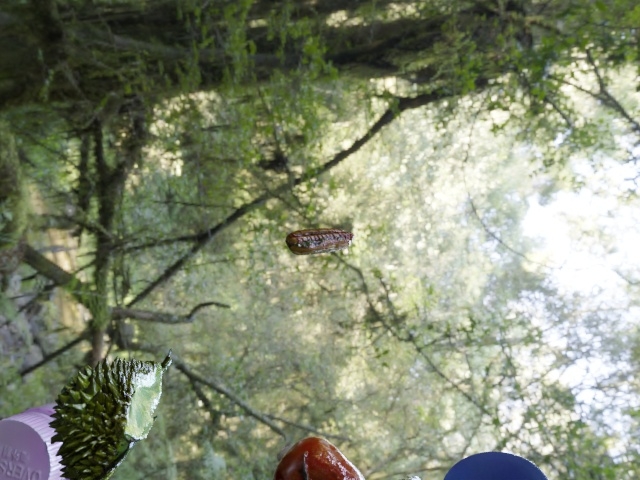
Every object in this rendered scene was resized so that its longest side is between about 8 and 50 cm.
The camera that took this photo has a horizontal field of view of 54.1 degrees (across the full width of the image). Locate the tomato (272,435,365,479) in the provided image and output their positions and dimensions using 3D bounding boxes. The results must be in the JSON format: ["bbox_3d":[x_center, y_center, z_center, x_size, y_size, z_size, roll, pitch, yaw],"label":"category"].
[{"bbox_3d":[-0.009,0.467,1.178,0.151,0.187,0.187,26,54,-85],"label":"tomato"}]

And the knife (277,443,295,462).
[{"bbox_3d":[-0.059,0.564,1.618,0.043,0.081,0.336,63,-15,7],"label":"knife"}]

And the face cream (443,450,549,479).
[{"bbox_3d":[0.406,0.648,1.419,0.249,0.249,0.225,-118,-167,-64],"label":"face cream"}]

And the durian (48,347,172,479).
[{"bbox_3d":[-0.230,0.180,0.659,0.095,0.137,0.220,43,4,-4],"label":"durian"}]

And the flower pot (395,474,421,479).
[{"bbox_3d":[0.173,0.671,1.250,0.283,0.299,0.299,48,-28,36],"label":"flower pot"}]

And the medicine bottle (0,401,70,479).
[{"bbox_3d":[-0.541,0.419,1.275,0.291,0.178,0.178,24,55,-79],"label":"medicine bottle"}]

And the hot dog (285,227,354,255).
[{"bbox_3d":[0.001,-0.001,1.223,0.062,0.144,0.038,55,-40,44],"label":"hot dog"}]
